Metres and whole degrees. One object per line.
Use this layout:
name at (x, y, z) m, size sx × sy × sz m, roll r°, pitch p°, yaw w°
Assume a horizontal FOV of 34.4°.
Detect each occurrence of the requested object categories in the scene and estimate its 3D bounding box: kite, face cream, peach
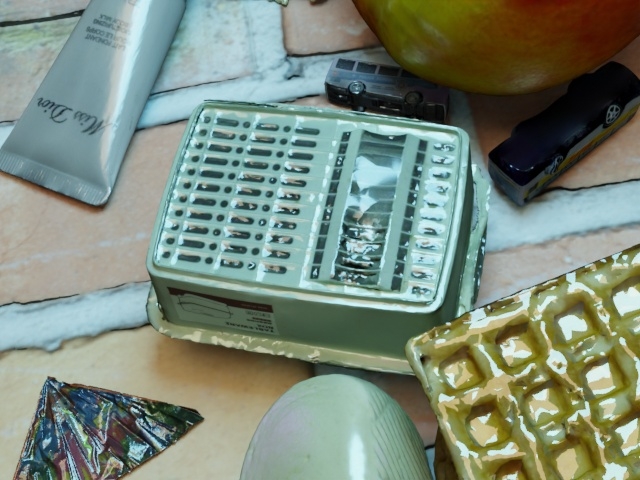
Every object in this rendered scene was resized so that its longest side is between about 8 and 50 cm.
kite at (-0.215, 0.204, 0.934) m, size 0.232 × 0.009 × 0.189 m, roll -32°, pitch 65°, yaw -8°
face cream at (-0.222, -0.193, 1.106) m, size 0.143 × 0.089 × 0.315 m, roll 20°, pitch 78°, yaw 16°
peach at (0.190, -0.331, 0.965) m, size 0.388 × 0.388 × 0.389 m, roll -3°, pitch 63°, yaw 5°

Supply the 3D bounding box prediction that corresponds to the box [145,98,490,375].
box at (0.000, 0.000, 0.923) m, size 0.290 × 0.166 × 0.221 m, roll 8°, pitch 64°, yaw 11°

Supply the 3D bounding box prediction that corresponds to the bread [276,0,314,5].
bread at (-0.039, -0.356, 1.155) m, size 0.134 × 0.085 × 0.173 m, roll 3°, pitch 65°, yaw 12°

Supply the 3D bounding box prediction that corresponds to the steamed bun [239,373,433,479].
steamed bun at (0.010, 0.238, 0.809) m, size 0.152 × 0.170 × 0.239 m, roll -17°, pitch 58°, yaw 22°

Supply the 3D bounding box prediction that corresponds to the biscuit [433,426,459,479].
biscuit at (0.233, 0.188, 0.832) m, size 0.295 × 0.075 × 0.296 m, roll 1°, pitch 58°, yaw -2°

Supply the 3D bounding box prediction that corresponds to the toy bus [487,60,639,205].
toy bus at (0.237, -0.104, 1.001) m, size 0.172 × 0.072 × 0.057 m, roll -38°, pitch 66°, yaw -14°

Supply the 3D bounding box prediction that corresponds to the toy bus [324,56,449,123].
toy bus at (0.070, -0.156, 1.068) m, size 0.130 × 0.037 × 0.052 m, roll 12°, pitch 60°, yaw 14°

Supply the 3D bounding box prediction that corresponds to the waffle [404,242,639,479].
waffle at (0.242, 0.117, 0.755) m, size 0.307 × 0.091 × 0.213 m, roll -24°, pitch 62°, yaw 3°
